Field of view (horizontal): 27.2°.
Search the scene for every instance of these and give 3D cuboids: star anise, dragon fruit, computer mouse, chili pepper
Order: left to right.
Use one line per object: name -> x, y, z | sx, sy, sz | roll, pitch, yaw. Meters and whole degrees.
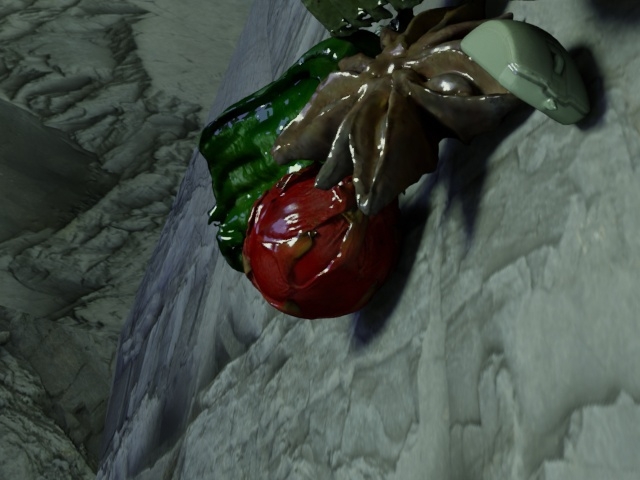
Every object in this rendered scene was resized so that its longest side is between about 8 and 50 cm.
chili pepper -> -0.013, -0.103, 1.623 | 0.213, 0.167, 0.385 | 60, 139, 12
dragon fruit -> 0.000, 0.000, 1.431 | 0.209, 0.172, 0.172 | 134, 152, -63
star anise -> 0.095, -0.146, 1.327 | 0.292, 0.109, 0.349 | -35, 27, -14
computer mouse -> 0.175, -0.146, 1.097 | 0.056, 0.089, 0.182 | -61, 17, 15

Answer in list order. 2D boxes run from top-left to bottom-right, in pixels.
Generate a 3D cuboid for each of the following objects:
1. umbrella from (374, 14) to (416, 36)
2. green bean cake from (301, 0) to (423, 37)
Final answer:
umbrella -> 0.090, -0.255, 1.701 | 0.050, 0.046, 0.188 | -59, 8, -10
green bean cake -> 0.097, -0.358, 1.444 | 0.255, 0.132, 0.241 | -52, 16, -23
